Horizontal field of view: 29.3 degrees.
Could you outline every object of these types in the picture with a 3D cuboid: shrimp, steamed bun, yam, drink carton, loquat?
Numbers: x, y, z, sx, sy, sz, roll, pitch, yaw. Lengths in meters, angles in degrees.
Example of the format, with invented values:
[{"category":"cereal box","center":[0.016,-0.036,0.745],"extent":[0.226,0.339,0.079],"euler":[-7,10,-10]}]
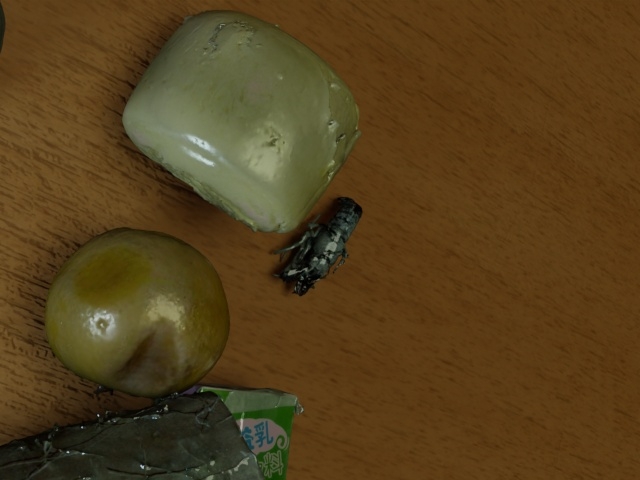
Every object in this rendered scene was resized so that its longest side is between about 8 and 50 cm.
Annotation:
[{"category":"shrimp","center":[0.003,-0.002,1.669],"extent":[0.082,0.076,0.174],"euler":[42,61,-9]},{"category":"steamed bun","center":[-0.092,-0.157,1.461],"extent":[0.273,0.166,0.232],"euler":[36,79,2]},{"category":"yam","center":[-0.224,0.307,1.308],"extent":[0.348,0.241,0.241],"euler":[-17,103,-20]},{"category":"drink carton","center":[-0.128,0.314,1.527],"extent":[0.161,0.108,0.271],"euler":[12,83,-41]},{"category":"loquat","center":[-0.207,0.088,1.397],"extent":[0.213,0.213,0.213],"euler":[0,90,-42]}]

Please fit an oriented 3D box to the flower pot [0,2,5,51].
[{"category":"flower pot","center":[-0.415,-0.219,1.247],"extent":[0.235,0.140,0.236],"euler":[1,88,-40]}]
